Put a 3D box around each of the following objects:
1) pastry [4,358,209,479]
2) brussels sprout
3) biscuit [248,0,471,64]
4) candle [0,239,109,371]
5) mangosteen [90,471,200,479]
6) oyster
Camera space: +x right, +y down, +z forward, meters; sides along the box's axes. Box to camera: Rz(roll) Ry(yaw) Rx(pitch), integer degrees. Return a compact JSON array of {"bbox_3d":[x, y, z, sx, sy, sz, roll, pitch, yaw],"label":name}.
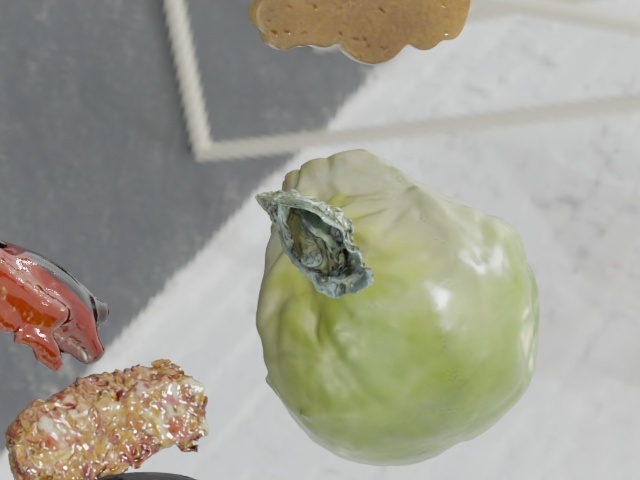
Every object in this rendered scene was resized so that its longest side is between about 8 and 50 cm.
[{"bbox_3d":[-0.166,0.144,1.303,0.169,0.063,0.087,-13,72,-37],"label":"pastry"},{"bbox_3d":[0.078,0.068,1.658,0.243,0.274,0.316,-15,107,-52],"label":"brussels sprout"},{"bbox_3d":[0.044,-0.249,1.711,0.236,0.040,0.144,5,111,-30],"label":"biscuit"},{"bbox_3d":[-0.242,-0.010,1.038,0.059,0.084,0.302,-46,121,6],"label":"candle"},{"bbox_3d":[-0.067,0.224,0.857,0.231,0.289,0.231,18,64,-42],"label":"mangosteen"},{"bbox_3d":[-0.001,0.000,1.440,0.037,0.098,0.100,-40,116,-41],"label":"oyster"}]
